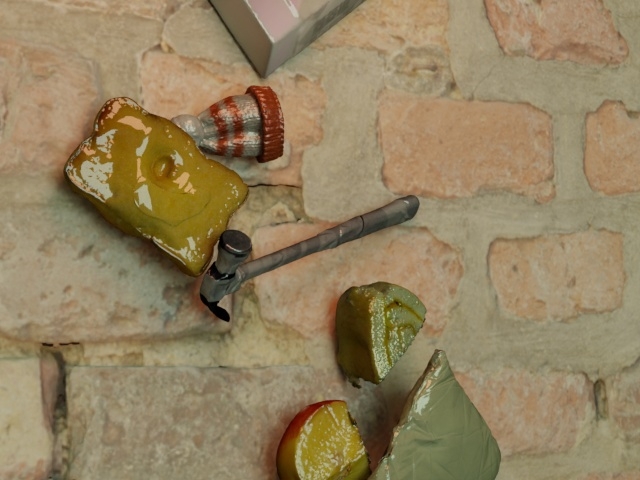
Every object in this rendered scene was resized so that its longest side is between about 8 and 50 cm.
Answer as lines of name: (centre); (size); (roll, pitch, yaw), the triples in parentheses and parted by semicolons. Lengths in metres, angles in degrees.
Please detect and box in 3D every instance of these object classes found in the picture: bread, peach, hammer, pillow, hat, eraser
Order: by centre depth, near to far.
bread: (-0.221, -0.071, 1.862); (0.233, 0.088, 0.160); (41, 57, -20)
peach: (-0.003, 0.289, 1.934); (0.151, 0.118, 0.151); (-21, 129, -29)
hat: (-0.133, -0.156, 1.948); (0.162, 0.093, 0.112); (-10, 78, -17)
hammer: (-0.001, -0.001, 1.986); (0.427, 0.152, 0.044); (-22, 58, -41)
pillow: (0.151, 0.339, 2.017); (0.280, 0.076, 0.274); (-61, 139, -25)
bread: (0.071, 0.121, 2.019); (0.110, 0.103, 0.156); (51, 52, -23)
eraser: (0.005, -0.429, 2.076); (0.397, 0.082, 0.213); (-43, 106, -32)

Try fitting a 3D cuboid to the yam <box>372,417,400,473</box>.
yam: (0.089, 0.357, 2.029); (0.045, 0.045, 0.326); (25, 64, 6)
